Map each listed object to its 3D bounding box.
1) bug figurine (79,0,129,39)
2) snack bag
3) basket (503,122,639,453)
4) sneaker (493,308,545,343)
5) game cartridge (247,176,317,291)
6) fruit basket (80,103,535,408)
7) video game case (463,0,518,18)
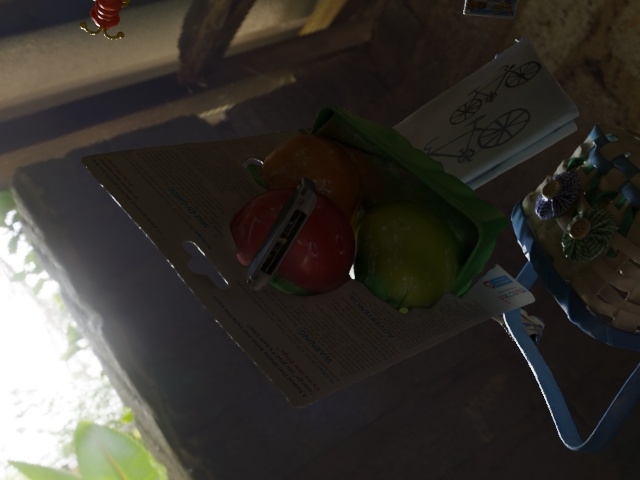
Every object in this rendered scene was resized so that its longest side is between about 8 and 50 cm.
[{"bbox_3d":[-0.381,-0.367,0.990,0.279,0.072,0.216,8,-18,-18],"label":"bug figurine"},{"bbox_3d":[0.244,-0.184,1.221,0.323,0.037,0.342,-33,27,21],"label":"snack bag"},{"bbox_3d":[0.300,0.040,0.774,0.201,0.255,0.289,11,-61,-15],"label":"basket"},{"bbox_3d":[0.381,0.166,1.411,0.135,0.058,0.052,19,-23,-27],"label":"sneaker"},{"bbox_3d":[-0.028,-0.006,0.539,0.083,0.017,0.056,-58,14,13],"label":"game cartridge"},{"bbox_3d":[0.000,0.000,0.716,0.353,0.327,0.165,-20,-38,-41],"label":"fruit basket"},{"bbox_3d":[0.287,-0.418,1.210,0.087,0.011,0.122,7,-29,7],"label":"video game case"}]
